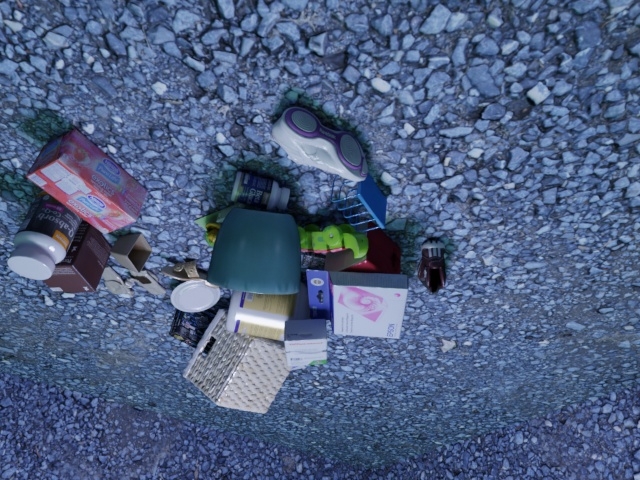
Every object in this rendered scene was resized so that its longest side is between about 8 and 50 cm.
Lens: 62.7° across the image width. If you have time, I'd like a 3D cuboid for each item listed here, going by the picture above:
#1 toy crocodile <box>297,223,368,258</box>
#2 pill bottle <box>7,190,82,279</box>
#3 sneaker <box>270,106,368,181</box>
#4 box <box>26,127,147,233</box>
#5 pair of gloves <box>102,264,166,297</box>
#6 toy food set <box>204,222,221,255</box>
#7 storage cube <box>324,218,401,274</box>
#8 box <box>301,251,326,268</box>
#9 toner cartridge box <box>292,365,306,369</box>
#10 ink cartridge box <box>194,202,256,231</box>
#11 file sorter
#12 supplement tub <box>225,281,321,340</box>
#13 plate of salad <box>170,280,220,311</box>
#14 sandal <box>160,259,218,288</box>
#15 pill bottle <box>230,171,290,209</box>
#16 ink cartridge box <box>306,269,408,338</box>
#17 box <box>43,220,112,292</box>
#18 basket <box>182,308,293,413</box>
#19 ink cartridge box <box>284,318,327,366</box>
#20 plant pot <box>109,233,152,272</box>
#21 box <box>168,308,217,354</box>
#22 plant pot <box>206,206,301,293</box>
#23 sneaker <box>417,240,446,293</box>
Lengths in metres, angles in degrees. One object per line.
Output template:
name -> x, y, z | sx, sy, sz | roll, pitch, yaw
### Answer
toy crocodile -> 0.000, 0.000, 1.723 | 0.341, 0.105, 0.115 | 1, -175, 30
pill bottle -> -0.897, -0.021, 1.722 | 0.162, 0.278, 0.162 | 3, 143, 2
sneaker -> -0.001, -0.257, 1.474 | 0.305, 0.114, 0.152 | 31, 149, -23
box -> -0.704, -0.175, 1.612 | 0.154, 0.142, 0.300 | -18, 137, 27
pair of gloves -> -0.777, 0.172, 2.145 | 0.240, 0.042, 0.204 | -2, 142, 11
toy food set -> -0.340, 0.023, 1.822 | 0.128, 0.071, 0.218 | 16, 155, 15
storage cube -> 0.145, 0.073, 1.793 | 0.215, 0.183, 0.193 | -25, 131, 33
box -> -0.023, 0.073, 1.945 | 0.083, 0.018, 0.067 | 11, 142, -7
toner cartridge box -> -0.255, 0.590, 2.587 | 0.348, 0.075, 0.165 | -18, 137, 27
ink cartridge box -> -0.298, -0.039, 1.809 | 0.235, 0.056, 0.171 | -21, 136, 26
file sorter -> 0.119, -0.121, 1.605 | 0.105, 0.118, 0.170 | -14, 138, 29
supplement tub -> -0.182, 0.259, 2.023 | 0.332, 0.241, 0.241 | 12, 141, -8
plate of salad -> -0.512, 0.222, 2.155 | 0.200, 0.048, 0.199 | -12, 136, -11
sandal -> -0.486, 0.112, 2.028 | 0.240, 0.088, 0.079 | 20, 109, -29
pill bottle -> -0.184, -0.148, 1.623 | 0.170, 0.094, 0.094 | 14, 141, -11
ink cartridge box -> 0.119, 0.222, 1.782 | 0.330, 0.071, 0.324 | 2, 142, 4
box -> -0.886, 0.060, 1.886 | 0.169, 0.203, 0.167 | -2, 141, 9
basket -> -0.324, 0.515, 2.201 | 0.266, 0.328, 0.331 | 28, 176, 42
ink cartridge box -> -0.051, 0.370, 1.898 | 0.153, 0.086, 0.208 | -2, 143, -3
plant pot -> -0.700, 0.041, 1.926 | 0.096, 0.109, 0.109 | 8, 144, 17
box -> -0.528, 0.368, 2.255 | 0.051, 0.175, 0.220 | -22, 135, 34
plant pot -> -0.191, 0.022, 1.622 | 0.293, 0.235, 0.293 | 8, -176, -1
sneaker -> 0.396, 0.140, 1.863 | 0.107, 0.162, 0.281 | -4, 141, 12
